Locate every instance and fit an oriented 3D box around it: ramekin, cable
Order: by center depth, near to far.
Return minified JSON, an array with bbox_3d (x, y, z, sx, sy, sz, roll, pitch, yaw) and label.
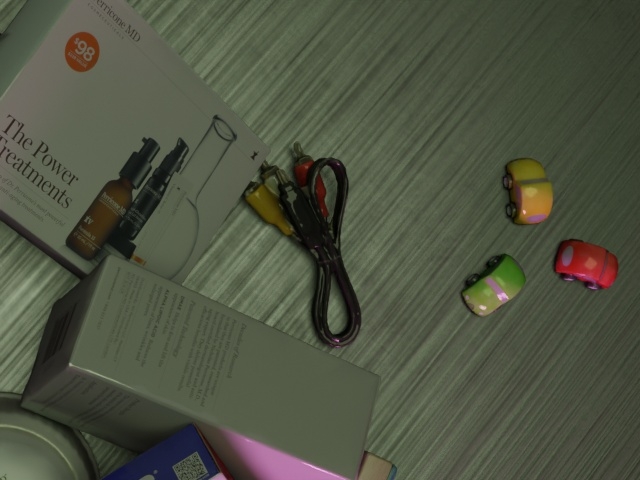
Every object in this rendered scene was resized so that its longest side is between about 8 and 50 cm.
[{"bbox_3d":[-0.402,0.327,1.501,0.272,0.127,0.273,1,86,-15],"label":"ramekin"},{"bbox_3d":[0.000,0.000,1.677,0.139,0.072,0.287,-28,104,-14],"label":"cable"}]

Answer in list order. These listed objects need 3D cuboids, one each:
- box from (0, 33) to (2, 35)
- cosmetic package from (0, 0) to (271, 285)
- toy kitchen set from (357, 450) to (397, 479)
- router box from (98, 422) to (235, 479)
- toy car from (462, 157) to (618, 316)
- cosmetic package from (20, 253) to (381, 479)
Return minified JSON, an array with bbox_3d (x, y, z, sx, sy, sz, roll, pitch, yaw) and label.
[{"bbox_3d":[-0.447,-0.130,1.503,0.142,0.163,0.247,33,79,-9],"label":"box"},{"bbox_3d":[-0.261,-0.109,1.487,0.377,0.097,0.284,44,72,-45],"label":"cosmetic package"},{"bbox_3d":[0.081,0.353,1.584,0.166,0.207,0.122,26,81,-12],"label":"toy kitchen set"},{"bbox_3d":[-0.229,0.402,1.446,0.335,0.301,0.082,-32,50,-6],"label":"router box"},{"bbox_3d":[0.301,0.025,1.746,0.225,0.053,0.239,-41,96,-14],"label":"toy car"},{"bbox_3d":[-0.146,0.187,1.499,0.385,0.217,0.156,26,60,-21],"label":"cosmetic package"}]
